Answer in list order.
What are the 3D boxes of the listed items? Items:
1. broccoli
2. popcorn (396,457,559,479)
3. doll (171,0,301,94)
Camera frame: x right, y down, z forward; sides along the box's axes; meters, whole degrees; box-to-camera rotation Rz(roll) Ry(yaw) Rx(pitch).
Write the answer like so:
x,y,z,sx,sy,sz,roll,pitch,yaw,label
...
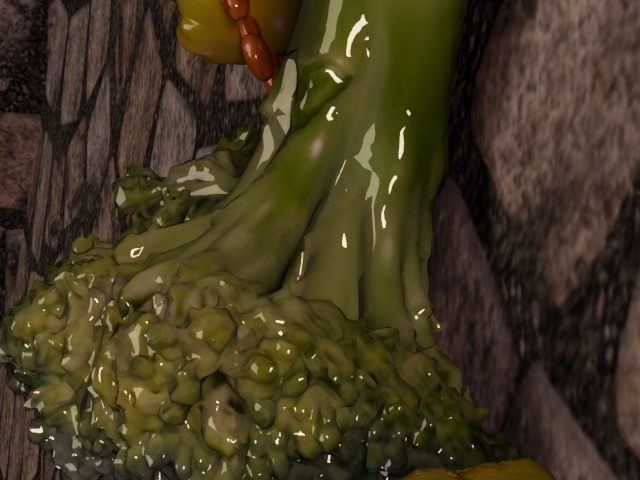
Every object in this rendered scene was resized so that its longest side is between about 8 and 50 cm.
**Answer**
x,y,z,sx,sy,sz,roll,pitch,yaw,label
0.002,-0.013,0.759,0.397,0.275,0.353,-48,53,30,broccoli
0.054,0.174,0.427,0.241,0.235,0.250,-57,42,7,popcorn
-0.047,-0.196,1.080,0.143,0.135,0.220,58,-160,-62,doll
